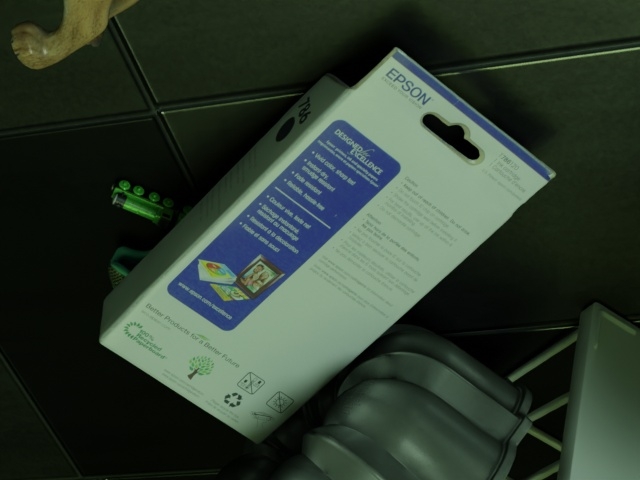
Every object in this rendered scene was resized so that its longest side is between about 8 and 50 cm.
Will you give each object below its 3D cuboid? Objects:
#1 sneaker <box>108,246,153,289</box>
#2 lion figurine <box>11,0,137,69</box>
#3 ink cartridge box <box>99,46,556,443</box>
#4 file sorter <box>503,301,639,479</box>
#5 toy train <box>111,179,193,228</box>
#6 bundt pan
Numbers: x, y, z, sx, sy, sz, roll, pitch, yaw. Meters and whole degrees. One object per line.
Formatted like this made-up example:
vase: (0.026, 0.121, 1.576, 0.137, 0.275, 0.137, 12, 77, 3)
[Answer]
sneaker: (-0.100, 0.028, 1.367, 0.166, 0.065, 0.076, -11, 127, 21)
lion figurine: (-0.168, -0.272, 1.036, 0.240, 0.142, 0.392, -22, 141, 22)
ink cartridge box: (0.000, 0.000, 1.269, 0.165, 0.065, 0.332, 37, 116, -23)
file sorter: (0.222, 0.234, 1.349, 0.193, 0.278, 0.173, 31, 139, -18)
toy train: (-0.127, -0.023, 1.345, 0.083, 0.024, 0.017, 22, 137, -9)
bundt pan: (0.008, 0.193, 1.345, 0.124, 0.331, 0.331, 44, 132, -6)
